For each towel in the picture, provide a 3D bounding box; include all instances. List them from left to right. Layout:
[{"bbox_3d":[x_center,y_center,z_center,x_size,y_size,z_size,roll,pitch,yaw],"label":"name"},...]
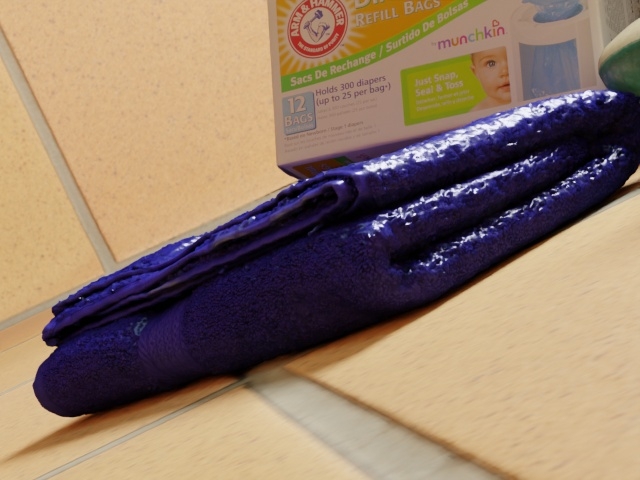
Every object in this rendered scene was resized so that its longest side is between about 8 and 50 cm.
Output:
[{"bbox_3d":[0.000,0.000,1.005,0.228,0.076,0.308,-29,5,-41],"label":"towel"}]

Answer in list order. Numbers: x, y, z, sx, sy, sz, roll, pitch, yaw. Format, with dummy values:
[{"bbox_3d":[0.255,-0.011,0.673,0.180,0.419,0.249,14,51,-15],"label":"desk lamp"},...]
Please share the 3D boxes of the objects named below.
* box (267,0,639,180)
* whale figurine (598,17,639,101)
[{"bbox_3d":[0.081,-0.100,1.091,0.203,0.114,0.103,-12,-17,24],"label":"box"},{"bbox_3d":[0.245,-0.124,0.890,0.216,0.141,0.272,8,-35,-26],"label":"whale figurine"}]
